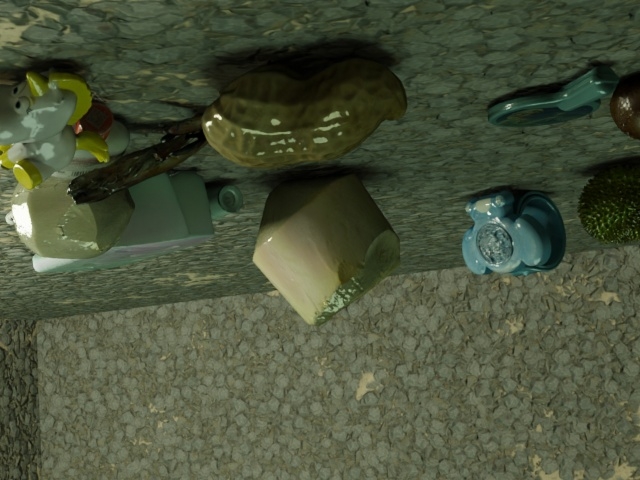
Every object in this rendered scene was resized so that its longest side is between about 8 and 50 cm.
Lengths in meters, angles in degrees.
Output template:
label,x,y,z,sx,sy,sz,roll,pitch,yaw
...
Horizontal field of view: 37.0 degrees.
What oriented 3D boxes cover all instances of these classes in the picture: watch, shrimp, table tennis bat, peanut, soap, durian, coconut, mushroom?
label,x,y,z,sx,sy,sz,roll,pitch,yaw
watch,0.415,-0.020,1.982,0.193,0.210,0.211,-16,-179,-41
shrimp,-0.222,-0.106,1.237,0.219,0.046,0.152,-27,180,-19
table tennis bat,0.318,-0.183,1.275,0.149,0.038,0.237,-1,174,-17
peanut,-0.017,-0.145,1.100,0.233,0.110,0.197,-4,172,9
soap,-0.331,-0.028,1.632,0.208,0.114,0.347,-5,174,-41
durian,0.560,-0.072,1.791,0.159,0.146,0.198,-7,156,12
coconut,-0.357,-0.047,1.406,0.162,0.160,0.161,-7,171,8
coconut,0.000,0.000,1.670,0.239,0.244,0.239,-36,177,-2
mushroom,0.442,-0.181,1.251,0.127,0.087,0.127,3,150,2

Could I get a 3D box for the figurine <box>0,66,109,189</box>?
label,x,y,z,sx,sy,sz,roll,pitch,yaw
figurine,-0.314,-0.138,1.072,0.130,0.109,0.178,-7,153,-4

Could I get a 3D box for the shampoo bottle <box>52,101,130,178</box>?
label,x,y,z,sx,sy,sz,roll,pitch,yaw
shampoo bottle,-0.303,-0.127,1.243,0.108,0.051,0.221,-5,172,-20

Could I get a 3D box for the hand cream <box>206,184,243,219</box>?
label,x,y,z,sx,sy,sz,roll,pitch,yaw
hand cream,-0.252,-0.056,1.762,0.085,0.058,0.331,-19,-173,-37

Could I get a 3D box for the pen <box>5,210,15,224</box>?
label,x,y,z,sx,sy,sz,roll,pitch,yaw
pen,-0.516,-0.058,1.675,0.025,0.025,0.204,1,170,-31
